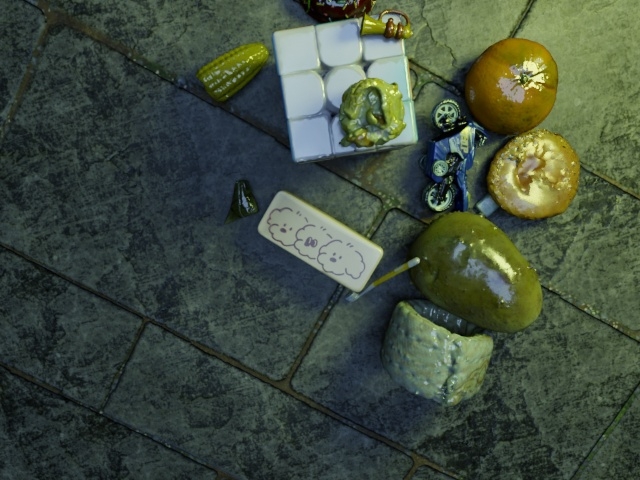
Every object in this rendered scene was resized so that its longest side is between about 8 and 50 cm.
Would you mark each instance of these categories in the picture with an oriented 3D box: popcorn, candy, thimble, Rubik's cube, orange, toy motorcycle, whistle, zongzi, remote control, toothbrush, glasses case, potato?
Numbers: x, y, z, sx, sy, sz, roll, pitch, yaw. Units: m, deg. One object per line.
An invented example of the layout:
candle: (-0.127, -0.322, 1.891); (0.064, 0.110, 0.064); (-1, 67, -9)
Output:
popcorn: (0.105, -0.263, 0.956); (0.141, 0.162, 0.136); (-12, 63, -19)
candy: (-0.224, -0.454, 1.233); (0.198, 0.094, 0.106); (-35, 92, 0)
thimble: (0.314, 0.289, 1.253); (0.291, 0.291, 0.195); (13, 101, -2)
Rubik's cube: (0.056, -0.351, 1.145); (0.291, 0.292, 0.291); (-8, 99, 2)
orange: (0.493, -0.392, 1.196); (0.240, 0.171, 0.240); (0, 101, -1)
toy motorcycle: (0.364, -0.217, 1.261); (0.168, 0.113, 0.316); (-1, 109, -9)
whistle: (0.137, -0.446, 0.968); (0.109, 0.057, 0.046); (3, 144, -8)
zongzi: (-0.241, -0.110, 1.315); (0.113, 0.052, 0.104); (-19, 91, 16)
remote control: (0.498, -0.122, 1.319); (0.053, 0.018, 0.124); (44, 97, -8)
toothbrush: (0.162, 0.110, 1.275); (0.024, 0.021, 0.288); (34, 136, -19)
glasses case: (0.000, 0.000, 1.288); (0.336, 0.076, 0.144); (30, 97, 4)
potato: (0.414, 0.080, 1.228); (0.359, 0.219, 0.270); (32, 96, 19)

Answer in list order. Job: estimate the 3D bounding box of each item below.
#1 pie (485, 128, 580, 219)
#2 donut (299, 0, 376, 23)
pie: (0.587, -0.178, 1.275); (0.273, 0.069, 0.274); (0, 87, -6)
donut: (0.045, -0.679, 1.194); (0.235, 0.089, 0.235); (0, 100, 2)
